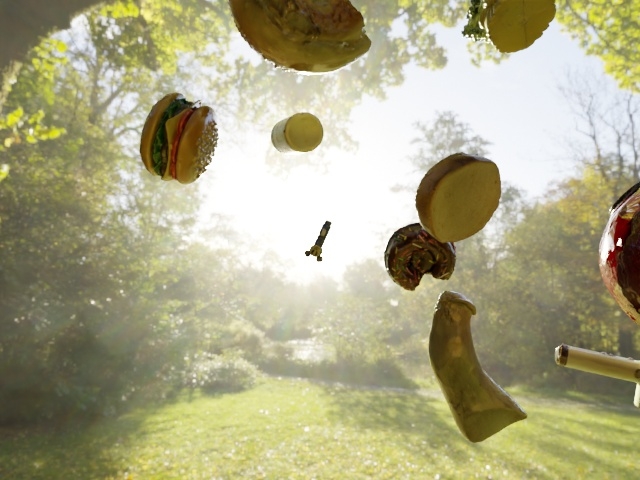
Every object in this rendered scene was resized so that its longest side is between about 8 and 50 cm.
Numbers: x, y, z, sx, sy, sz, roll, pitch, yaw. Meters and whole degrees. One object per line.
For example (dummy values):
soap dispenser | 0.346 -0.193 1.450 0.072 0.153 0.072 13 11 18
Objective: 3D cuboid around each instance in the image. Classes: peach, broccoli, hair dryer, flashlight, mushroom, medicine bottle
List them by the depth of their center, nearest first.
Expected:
peach | 0.710 0.015 0.984 0.335 0.310 0.406 -43 -22 27
medicine bottle | -0.055 -0.235 1.146 0.086 0.086 0.183 4 7 -15
mushroom | 0.373 0.322 1.342 0.177 0.397 0.126 -27 11 5
broccoli | 0.486 -0.647 1.389 0.226 0.198 0.176 -21 -19 3
hair dryer | 0.811 0.342 1.403 0.362 0.203 0.128 11 2 15
flashlight | 0.000 0.000 1.442 0.057 0.121 0.035 25 10 6

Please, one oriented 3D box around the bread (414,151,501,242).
bread | 0.347 -0.108 1.298 0.236 0.236 0.070 6 25 -26

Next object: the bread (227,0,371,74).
bread | -0.059 -0.418 0.989 0.314 0.192 0.171 36 -28 -17

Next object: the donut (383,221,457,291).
donut | 0.313 0.053 1.608 0.230 0.216 0.096 -2 18 7

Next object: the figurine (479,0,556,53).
figurine | 0.431 -0.642 1.271 0.187 0.315 0.168 11 -38 -41

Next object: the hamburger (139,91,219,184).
hamburger | -0.248 -0.181 0.919 0.115 0.162 0.162 18 -9 3
